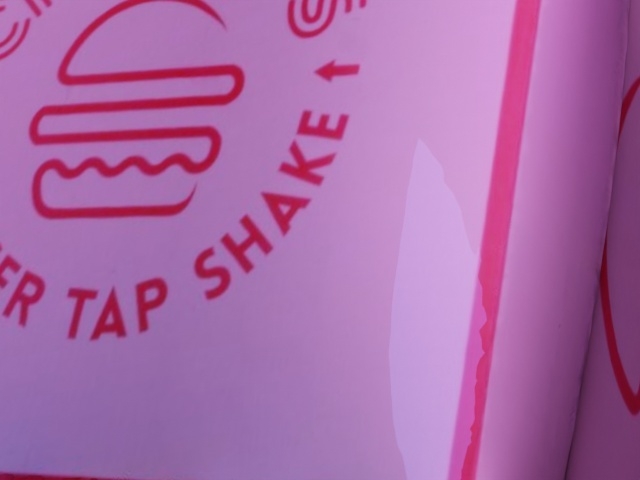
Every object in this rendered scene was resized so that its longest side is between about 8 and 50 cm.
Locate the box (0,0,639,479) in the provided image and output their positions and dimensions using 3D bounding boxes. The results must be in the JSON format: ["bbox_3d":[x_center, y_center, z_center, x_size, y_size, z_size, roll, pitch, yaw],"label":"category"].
[{"bbox_3d":[0.000,0.000,0.784,0.314,0.300,0.312,-1,68,28],"label":"box"}]
